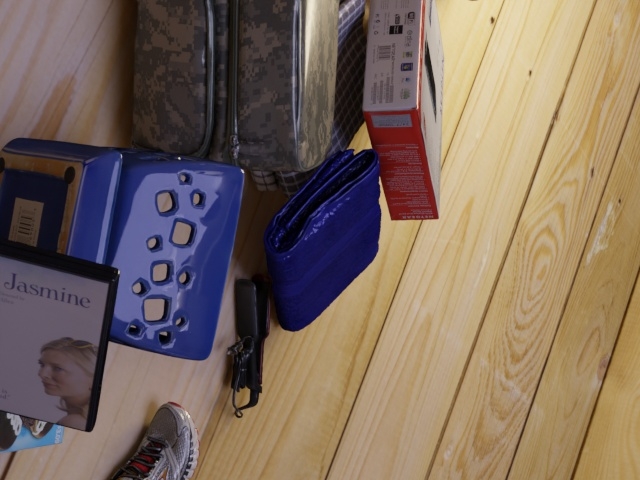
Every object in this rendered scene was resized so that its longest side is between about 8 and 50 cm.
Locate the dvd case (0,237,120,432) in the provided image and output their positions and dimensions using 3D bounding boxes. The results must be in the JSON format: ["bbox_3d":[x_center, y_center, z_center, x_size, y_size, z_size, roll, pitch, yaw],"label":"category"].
[{"bbox_3d":[-0.312,0.099,1.333,0.022,0.180,0.253,-78,-176,-48],"label":"dvd case"}]

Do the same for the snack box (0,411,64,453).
[{"bbox_3d":[-0.381,0.097,1.553,0.187,0.060,0.322,0,99,-55],"label":"snack box"}]

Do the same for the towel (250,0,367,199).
[{"bbox_3d":[-0.017,-0.236,1.919,0.284,0.121,0.235,-52,139,-32],"label":"towel"}]

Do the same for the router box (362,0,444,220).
[{"bbox_3d":[0.137,-0.250,2.007,0.301,0.082,0.335,70,21,-57],"label":"router box"}]

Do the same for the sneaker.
[{"bbox_3d":[-0.241,0.337,1.798,0.092,0.088,0.225,30,75,-53],"label":"sneaker"}]

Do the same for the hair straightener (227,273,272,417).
[{"bbox_3d":[-0.123,0.168,1.965,0.089,0.047,0.230,-12,113,-53],"label":"hair straightener"}]

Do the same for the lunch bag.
[{"bbox_3d":[-0.121,-0.234,1.664,0.212,0.256,0.305,-39,132,-71],"label":"lunch bag"}]

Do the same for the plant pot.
[{"bbox_3d":[-0.253,0.002,1.461,0.212,0.236,0.236,10,90,-47],"label":"plant pot"}]

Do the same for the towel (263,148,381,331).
[{"bbox_3d":[0.000,0.000,1.958,0.227,0.076,0.308,-44,159,-18],"label":"towel"}]
